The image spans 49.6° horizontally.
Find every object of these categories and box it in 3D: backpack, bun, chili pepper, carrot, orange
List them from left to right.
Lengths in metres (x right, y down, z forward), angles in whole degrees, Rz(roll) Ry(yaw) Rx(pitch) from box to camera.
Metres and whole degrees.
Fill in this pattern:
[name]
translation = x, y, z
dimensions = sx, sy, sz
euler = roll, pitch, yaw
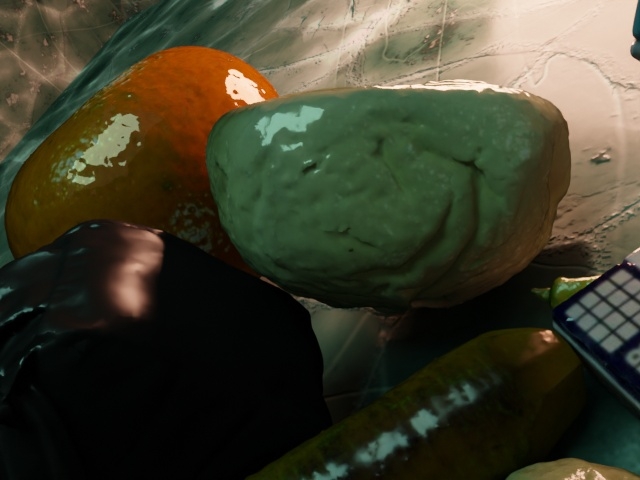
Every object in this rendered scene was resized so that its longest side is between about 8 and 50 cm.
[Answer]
[backpack]
translation = -0.214, 0.211, 0.645
dimensions = 0.446, 0.363, 0.255
euler = -46, 38, 21
[orange]
translation = -0.213, -0.063, 0.965
dimensions = 0.424, 0.326, 0.424
euler = -36, 18, 14
[bun]
translation = 0.065, -0.044, 0.702
dimensions = 0.349, 0.227, 0.352
euler = 7, 15, 35
[carrot]
translation = 0.067, 0.170, 0.543
dimensions = 0.302, 0.114, 0.114
euler = -28, 31, -9
[chili pepper]
translation = 0.293, 0.024, 0.616
dimensions = 0.208, 0.043, 0.049
euler = -26, 10, 14

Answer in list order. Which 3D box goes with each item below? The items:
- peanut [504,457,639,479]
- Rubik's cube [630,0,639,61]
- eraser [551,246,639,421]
[peanut]
translation = 0.175, 0.211, 0.442
dimensions = 0.159, 0.109, 0.140
euler = -14, 55, 42
[Rubik's cube]
translation = 0.428, -0.221, 0.484
dimensions = 0.358, 0.368, 0.387
euler = 14, 95, 52
[eraser]
translation = 0.294, 0.112, 0.460
dimensions = 0.130, 0.086, 0.287
euler = -38, 32, 2
